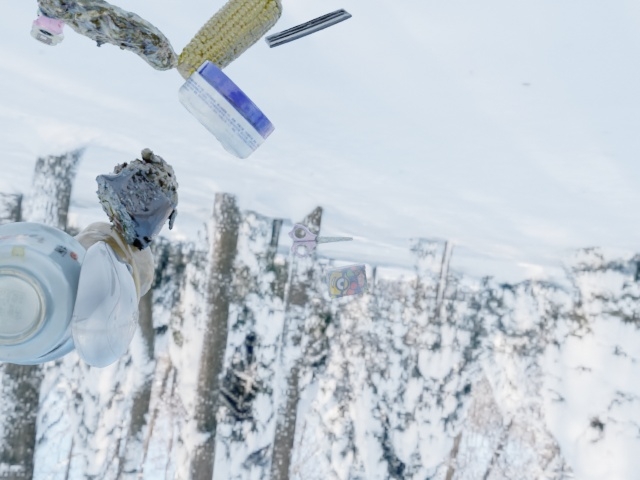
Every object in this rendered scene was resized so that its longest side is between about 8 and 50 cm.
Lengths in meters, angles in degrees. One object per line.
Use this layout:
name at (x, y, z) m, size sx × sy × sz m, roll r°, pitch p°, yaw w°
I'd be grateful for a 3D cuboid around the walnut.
walnut at (-0.610, 0.089, 1.839) m, size 0.285 × 0.286 × 0.296 m, roll 4°, pitch -170°, yaw 33°

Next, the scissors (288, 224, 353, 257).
scissors at (0.000, 0.000, 2.083) m, size 0.212 × 0.111 × 0.021 m, roll -2°, pitch -167°, yaw 19°

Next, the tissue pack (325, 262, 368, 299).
tissue pack at (0.055, 0.085, 1.375) m, size 0.083 × 0.063 × 0.035 m, roll -8°, pitch -174°, yaw -14°

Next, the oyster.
oyster at (-0.478, -0.488, 1.520) m, size 0.395 × 0.111 × 0.204 m, roll 21°, pitch -168°, yaw -28°

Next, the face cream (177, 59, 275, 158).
face cream at (-0.203, -0.272, 1.395) m, size 0.206 × 0.111 × 0.206 m, roll 45°, pitch 179°, yaw 1°

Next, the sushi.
sushi at (-0.465, -0.119, 1.752) m, size 0.238 × 0.225 × 0.218 m, roll -7°, pitch -153°, yaw 51°

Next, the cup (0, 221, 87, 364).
cup at (-0.692, 0.137, 1.500) m, size 0.346 × 0.348 × 0.163 m, roll 7°, pitch -174°, yaw -8°

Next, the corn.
corn at (-0.209, -0.495, 1.550) m, size 0.119 × 0.322 × 0.119 m, roll 43°, pitch 172°, yaw 8°

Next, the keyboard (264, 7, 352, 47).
keyboard at (-0.035, -0.598, 1.850) m, size 0.250 × 0.017 × 0.087 m, roll -22°, pitch -141°, yaw -6°

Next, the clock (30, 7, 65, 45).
clock at (-0.812, -0.709, 2.006) m, size 0.100 × 0.196 × 0.194 m, roll 21°, pitch 174°, yaw -30°

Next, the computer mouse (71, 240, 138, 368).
computer mouse at (-0.473, 0.139, 1.485) m, size 0.121 × 0.297 × 0.184 m, roll -5°, pitch 137°, yaw 4°
